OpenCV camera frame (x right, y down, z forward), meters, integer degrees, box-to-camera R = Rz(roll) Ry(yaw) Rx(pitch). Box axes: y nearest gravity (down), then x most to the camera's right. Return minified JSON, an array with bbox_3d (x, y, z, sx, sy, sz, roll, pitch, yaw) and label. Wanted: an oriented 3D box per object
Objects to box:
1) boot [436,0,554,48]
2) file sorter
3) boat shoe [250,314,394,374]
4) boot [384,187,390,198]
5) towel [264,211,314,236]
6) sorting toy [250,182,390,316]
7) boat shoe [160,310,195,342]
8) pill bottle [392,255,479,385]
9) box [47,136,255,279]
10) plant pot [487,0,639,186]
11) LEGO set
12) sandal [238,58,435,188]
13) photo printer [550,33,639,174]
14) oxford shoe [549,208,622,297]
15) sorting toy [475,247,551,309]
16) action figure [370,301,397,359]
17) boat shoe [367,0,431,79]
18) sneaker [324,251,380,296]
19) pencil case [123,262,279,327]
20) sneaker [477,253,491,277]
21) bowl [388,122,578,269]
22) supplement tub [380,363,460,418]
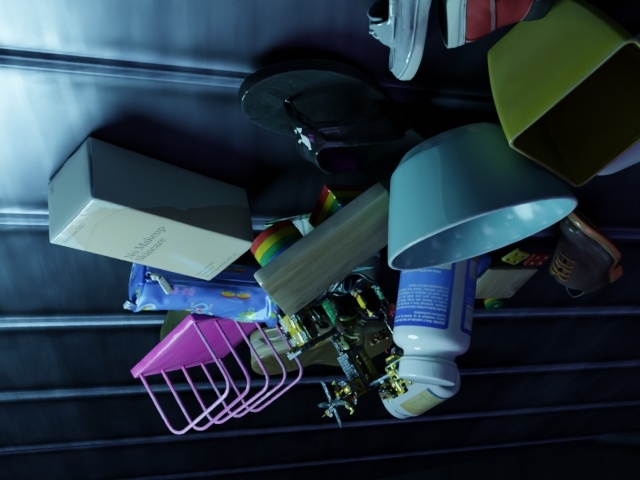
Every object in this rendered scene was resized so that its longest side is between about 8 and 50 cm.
[{"bbox_3d":[0.243,-0.362,1.094,0.176,0.088,0.244,-16,158,3],"label":"boot"},{"bbox_3d":[-0.204,0.276,1.765,0.202,0.182,0.290,-42,160,23],"label":"file sorter"},{"bbox_3d":[0.001,0.225,1.953,0.341,0.110,0.122,-8,138,-2],"label":"boat shoe"},{"bbox_3d":[0.245,-0.056,1.597,0.262,0.095,0.203,-13,151,-6],"label":"boot"},{"bbox_3d":[-0.028,-0.015,1.623,0.152,0.023,0.113,-13,149,-1],"label":"towel"},{"bbox_3d":[0.000,0.000,1.468,0.257,0.089,0.255,-36,161,-3],"label":"sorting toy"},{"bbox_3d":[-0.288,0.175,1.792,0.073,0.080,0.223,-7,151,-31],"label":"boat shoe"},{"bbox_3d":[0.223,0.140,1.628,0.152,0.272,0.152,9,166,2],"label":"pill bottle"},{"bbox_3d":[-0.277,-0.044,1.378,0.311,0.121,0.148,16,139,-40],"label":"box"},{"bbox_3d":[0.373,-0.239,1.228,0.212,0.187,0.212,21,127,-43],"label":"plant pot"},{"bbox_3d":[0.042,0.213,1.737,0.192,0.331,0.255,-23,177,-43],"label":"LEGO set"},{"bbox_3d":[0.063,-0.163,1.327,0.167,0.107,0.446,-34,145,32],"label":"sandal"},{"bbox_3d":[0.537,-0.234,1.395,0.307,0.107,0.256,-25,148,19],"label":"photo printer"},{"bbox_3d":[0.569,0.042,1.816,0.133,0.130,0.363,-40,145,6],"label":"oxford shoe"},{"bbox_3d":[0.415,0.079,1.929,0.132,0.046,0.274,0,148,-21],"label":"sorting toy"},{"bbox_3d":[0.170,0.247,2.035,0.091,0.139,0.280,5,143,-30],"label":"action figure"},{"bbox_3d":[0.104,-0.314,1.135,0.081,0.079,0.227,-1,144,-3],"label":"boat shoe"},{"bbox_3d":[0.000,0.062,1.655,0.267,0.106,0.101,-19,161,29],"label":"sneaker"},{"bbox_3d":[-0.215,0.092,1.586,0.306,0.119,0.133,8,169,-17],"label":"pencil case"},{"bbox_3d":[0.309,0.092,1.889,0.082,0.069,0.209,3,146,-32],"label":"sneaker"},{"bbox_3d":[0.235,-0.079,1.337,0.311,0.163,0.311,-16,167,-4],"label":"bowl"},{"bbox_3d":[0.276,0.402,2.318,0.144,0.144,0.199,12,142,-37],"label":"supplement tub"}]
